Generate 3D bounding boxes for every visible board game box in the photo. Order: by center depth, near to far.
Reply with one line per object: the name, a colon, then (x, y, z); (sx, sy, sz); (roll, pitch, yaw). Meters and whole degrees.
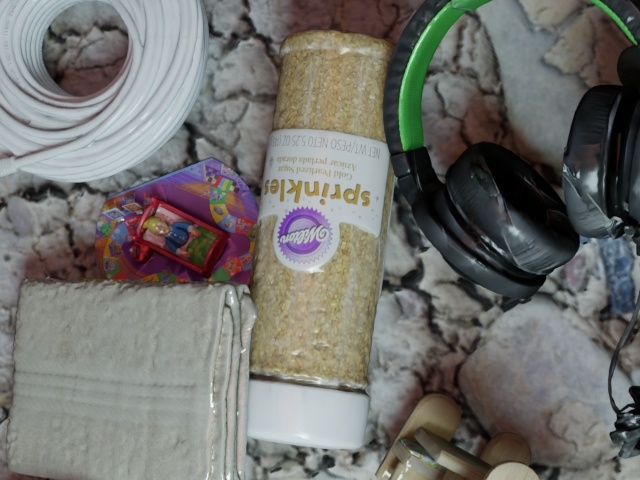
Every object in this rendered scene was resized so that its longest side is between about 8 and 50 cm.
board game box: (-0.138, -0.001, 1.197); (0.168, 0.033, 0.133); (-20, 78, 10)

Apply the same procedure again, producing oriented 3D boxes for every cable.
cable: (-0.228, -0.182, 1.208); (0.257, 0.089, 0.257); (-1, 86, 11)

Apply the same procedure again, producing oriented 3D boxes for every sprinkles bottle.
sprinkles bottle: (0.000, 0.000, 1.121); (0.121, 0.121, 0.355); (6, 83, 14)

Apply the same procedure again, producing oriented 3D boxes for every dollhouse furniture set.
dollhouse furniture set: (0.196, 0.197, 1.008); (0.242, 0.212, 0.161); (30, 91, -11)

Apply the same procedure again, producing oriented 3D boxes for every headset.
headset: (0.187, -0.031, 1.008); (0.243, 0.185, 0.394); (-24, 89, 28)

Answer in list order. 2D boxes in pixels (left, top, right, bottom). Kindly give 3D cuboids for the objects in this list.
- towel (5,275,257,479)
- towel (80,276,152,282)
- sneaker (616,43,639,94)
towel: (-0.172, 0.125, 1.120); (0.282, 0.049, 0.187); (1, 85, 37)
towel: (-0.187, 0.155, 1.182); (0.102, 0.021, 0.237); (3, 88, 13)
sneaker: (0.410, -0.137, 1.069); (0.314, 0.116, 0.136); (13, 72, 11)
